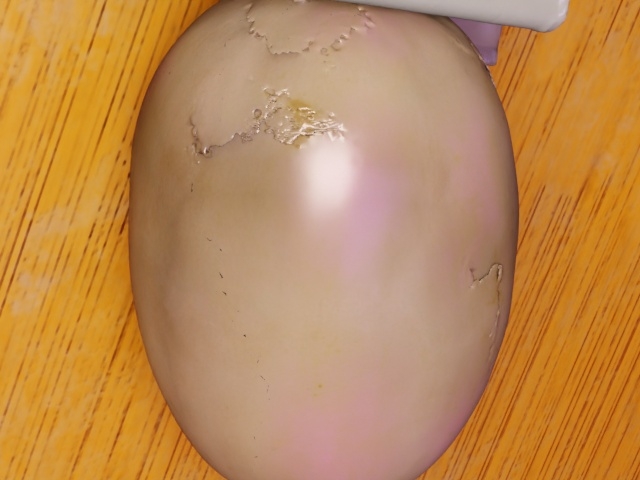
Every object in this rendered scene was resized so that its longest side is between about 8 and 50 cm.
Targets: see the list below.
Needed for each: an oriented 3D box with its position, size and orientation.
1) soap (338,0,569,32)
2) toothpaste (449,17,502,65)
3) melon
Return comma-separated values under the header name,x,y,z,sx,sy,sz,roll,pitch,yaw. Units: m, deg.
name,x,y,z,sx,sy,sz,roll,pitch,yaw
soap,0.022,-0.202,0.882,0.265,0.160,0.087,2,147,-39
toothpaste,0.111,-0.250,1.044,0.075,0.048,0.301,-8,121,-44
melon,0.000,0.000,0.982,0.223,0.223,0.317,-13,122,-29
